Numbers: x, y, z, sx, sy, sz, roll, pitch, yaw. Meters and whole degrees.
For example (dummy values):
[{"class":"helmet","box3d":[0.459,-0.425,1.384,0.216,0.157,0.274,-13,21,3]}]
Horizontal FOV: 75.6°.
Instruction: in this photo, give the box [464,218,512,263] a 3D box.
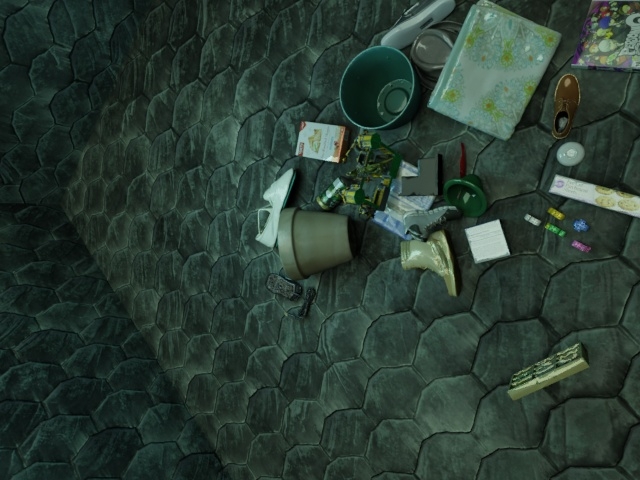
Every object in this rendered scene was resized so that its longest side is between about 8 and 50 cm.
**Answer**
[{"class":"box","box3d":[0.617,0.002,1.517,0.126,0.072,0.137,-18,85,31]}]

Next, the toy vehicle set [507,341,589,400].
[{"class":"toy vehicle set","box3d":[0.772,0.444,1.403,0.267,0.166,0.035,-40,75,26]}]

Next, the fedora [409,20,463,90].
[{"class":"fedora","box3d":[0.445,-0.689,1.529,0.275,0.124,0.244,43,119,20]}]

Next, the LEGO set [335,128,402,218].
[{"class":"LEGO set","box3d":[0.163,-0.262,1.647,0.192,0.254,0.332,14,94,48]}]

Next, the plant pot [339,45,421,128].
[{"class":"plant pot","box3d":[0.256,-0.562,1.594,0.292,0.235,0.293,3,96,30]}]

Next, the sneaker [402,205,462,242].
[{"class":"sneaker","box3d":[0.427,-0.052,1.577,0.228,0.086,0.132,-7,56,22]}]

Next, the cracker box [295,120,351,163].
[{"class":"cracker box","box3d":[0.010,-0.439,1.847,0.232,0.067,0.156,16,101,29]}]

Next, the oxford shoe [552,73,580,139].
[{"class":"oxford shoe","box3d":[0.813,-0.448,1.366,0.076,0.076,0.213,6,95,32]}]

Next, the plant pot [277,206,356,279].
[{"class":"plant pot","box3d":[0.000,0.000,1.773,0.280,0.323,0.324,-8,90,15]}]

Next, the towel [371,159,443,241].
[{"class":"towel","box3d":[0.348,-0.162,1.688,0.209,0.034,0.285,32,111,22]}]

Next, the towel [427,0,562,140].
[{"class":"towel","box3d":[0.587,-0.577,1.411,0.320,0.090,0.375,23,107,0]}]

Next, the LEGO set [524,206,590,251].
[{"class":"LEGO set","box3d":[0.810,-0.053,1.385,0.227,0.093,0.087,35,110,24]}]

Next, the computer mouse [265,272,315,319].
[{"class":"computer mouse","box3d":[-0.157,0.272,2.008,0.261,0.060,0.184,18,99,16]}]

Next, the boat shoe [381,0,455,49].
[{"class":"boat shoe","box3d":[0.360,-0.853,1.586,0.301,0.108,0.102,-28,67,29]}]

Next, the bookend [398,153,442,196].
[{"class":"bookend","box3d":[0.385,-0.249,1.594,0.157,0.072,0.156,1,97,29]}]

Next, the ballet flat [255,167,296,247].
[{"class":"ballet flat","box3d":[-0.223,-0.157,1.955,0.139,0.139,0.401,25,109,27]}]

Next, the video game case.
[{"class":"video game case","box3d":[0.939,-0.655,1.293,0.210,0.041,0.232,20,104,29]}]

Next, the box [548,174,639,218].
[{"class":"box","box3d":[0.919,-0.136,1.332,0.323,0.063,0.067,25,105,27]}]

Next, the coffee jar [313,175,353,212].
[{"class":"coffee jar","box3d":[0.056,-0.198,1.821,0.184,0.096,0.079,-42,70,27]}]

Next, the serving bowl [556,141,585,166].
[{"class":"serving bowl","box3d":[0.841,-0.292,1.387,0.083,0.027,0.084,3,95,30]}]

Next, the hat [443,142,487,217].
[{"class":"hat","box3d":[0.577,-0.221,1.550,0.172,0.183,0.209,18,147,40]}]

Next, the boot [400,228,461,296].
[{"class":"boot","box3d":[0.430,0.105,1.622,0.203,0.095,0.262,-17,83,30]}]
